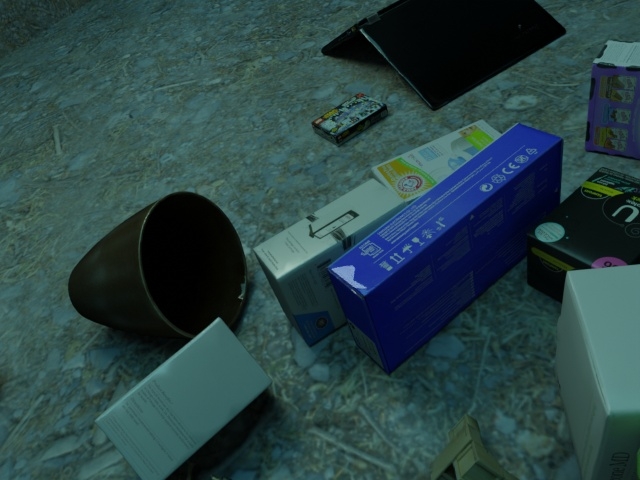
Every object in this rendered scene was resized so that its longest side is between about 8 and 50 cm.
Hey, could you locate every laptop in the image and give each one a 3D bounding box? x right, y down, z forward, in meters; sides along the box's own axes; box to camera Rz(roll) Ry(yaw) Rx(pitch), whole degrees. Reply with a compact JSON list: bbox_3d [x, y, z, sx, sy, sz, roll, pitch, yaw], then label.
[{"bbox_3d":[0.270,-0.484,1.273,0.382,0.236,0.408,-31,15,-13],"label":"laptop"}]

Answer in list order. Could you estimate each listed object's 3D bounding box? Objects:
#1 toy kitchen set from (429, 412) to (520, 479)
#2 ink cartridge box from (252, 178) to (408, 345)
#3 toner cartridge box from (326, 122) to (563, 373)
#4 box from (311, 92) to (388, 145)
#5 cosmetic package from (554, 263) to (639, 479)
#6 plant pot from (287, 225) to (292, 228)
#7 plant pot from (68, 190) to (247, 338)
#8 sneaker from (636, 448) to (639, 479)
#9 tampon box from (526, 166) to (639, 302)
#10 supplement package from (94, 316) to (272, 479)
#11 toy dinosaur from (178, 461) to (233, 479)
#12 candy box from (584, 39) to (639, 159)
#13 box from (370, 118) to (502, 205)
[{"bbox_3d":[0.168,0.249,0.561,0.068,0.075,0.083,-54,2,15],"label":"toy kitchen set"},{"bbox_3d":[0.030,0.030,0.743,0.203,0.148,0.086,-31,42,-13],"label":"ink cartridge box"},{"bbox_3d":[0.180,0.006,0.700,0.348,0.165,0.075,-36,45,-17],"label":"toner cartridge box"},{"bbox_3d":[0.061,-0.259,1.113,0.137,0.027,0.094,-35,44,-15],"label":"box"},{"bbox_3d":[0.421,0.121,0.470,0.366,0.197,0.155,-9,45,14],"label":"cosmetic package"},{"bbox_3d":[0.000,0.000,0.844,0.079,0.083,0.083,-25,42,-23],"label":"plant pot"},{"bbox_3d":[-0.270,0.058,0.809,0.231,0.215,0.215,-15,41,29],"label":"plant pot"},{"bbox_3d":[0.432,0.257,0.286,0.483,0.185,0.202,16,44,15],"label":"sneaker"},{"bbox_3d":[0.365,0.004,0.677,0.161,0.101,0.120,-38,45,-18],"label":"tampon box"},{"bbox_3d":[-0.164,0.196,0.652,0.179,0.105,0.105,-39,87,-20],"label":"supplement package"},{"bbox_3d":[-0.132,0.316,0.597,0.183,0.053,0.092,11,66,39],"label":"toy dinosaur"},{"bbox_3d":[0.513,-0.200,0.783,0.196,0.164,0.070,20,58,34],"label":"candy box"},{"bbox_3d":[0.199,-0.089,0.833,0.203,0.103,0.114,-24,42,-4],"label":"box"}]
